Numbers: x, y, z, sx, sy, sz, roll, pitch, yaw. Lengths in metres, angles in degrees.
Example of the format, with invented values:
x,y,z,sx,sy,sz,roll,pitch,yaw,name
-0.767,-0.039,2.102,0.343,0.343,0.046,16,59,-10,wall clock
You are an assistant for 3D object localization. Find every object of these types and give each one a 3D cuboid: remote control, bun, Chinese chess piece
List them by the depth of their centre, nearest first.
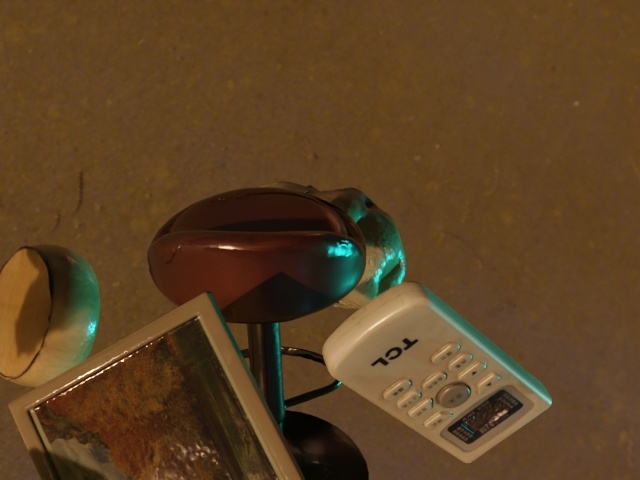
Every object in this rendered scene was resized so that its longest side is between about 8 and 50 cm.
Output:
x,y,z,sx,sy,sz,roll,pitch,yaw,name
0.084,0.096,0.691,0.190,0.087,0.029,39,18,-39,remote control
0.001,0.001,1.438,0.273,0.273,0.168,25,82,-32,bun
-0.497,0.133,1.754,0.104,0.257,0.257,15,60,-41,Chinese chess piece

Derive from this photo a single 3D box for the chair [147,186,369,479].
x,y,z,sx,sy,sz,roll,pitch,yaw,name
-0.057,0.110,1.022,0.226,0.227,0.401,-43,142,-46,chair

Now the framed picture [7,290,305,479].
x,y,z,sx,sy,sz,roll,pitch,yaw,name
-0.105,0.188,0.727,0.250,0.184,0.016,63,5,12,framed picture
